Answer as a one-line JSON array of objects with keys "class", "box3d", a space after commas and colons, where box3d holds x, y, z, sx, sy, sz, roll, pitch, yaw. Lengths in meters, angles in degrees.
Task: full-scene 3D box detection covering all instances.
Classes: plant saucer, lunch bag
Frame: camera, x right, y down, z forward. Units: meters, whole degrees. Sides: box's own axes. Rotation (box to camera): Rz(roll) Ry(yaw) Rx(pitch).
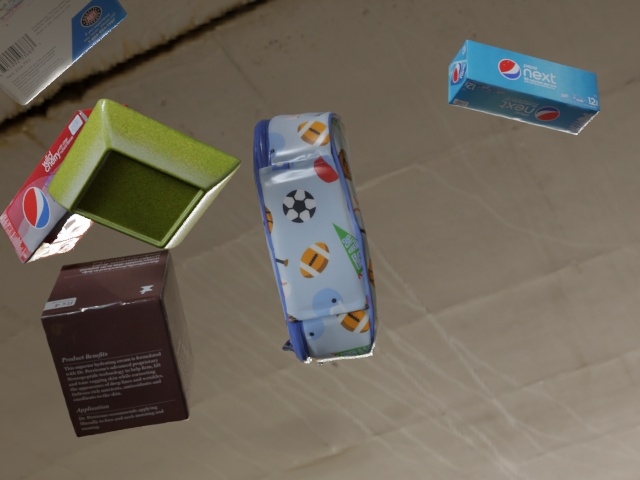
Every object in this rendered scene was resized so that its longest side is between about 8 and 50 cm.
[{"class": "plant saucer", "box3d": [-0.224, -0.065, 1.197, 0.188, 0.045, 0.188, 24, -47, -22]}, {"class": "lunch bag", "box3d": [0.000, 0.000, 1.151, 0.115, 0.303, 0.243, -9, 3, 3]}]

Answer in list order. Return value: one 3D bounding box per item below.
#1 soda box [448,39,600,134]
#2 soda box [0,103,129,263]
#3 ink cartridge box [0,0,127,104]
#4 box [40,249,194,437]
[{"class": "soda box", "box3d": [0.293, -0.220, 1.396, 0.210, 0.071, 0.067, 12, -29, -14]}, {"class": "soda box", "box3d": [-0.344, -0.076, 1.349, 0.263, 0.083, 0.092, -41, -13, 36]}, {"class": "ink cartridge box", "box3d": [-0.280, -0.234, 0.814, 0.134, 0.078, 0.231, -43, -28, -5]}, {"class": "box", "box3d": [-0.283, 0.146, 1.393, 0.168, 0.167, 0.203, -8, -67, 0]}]
